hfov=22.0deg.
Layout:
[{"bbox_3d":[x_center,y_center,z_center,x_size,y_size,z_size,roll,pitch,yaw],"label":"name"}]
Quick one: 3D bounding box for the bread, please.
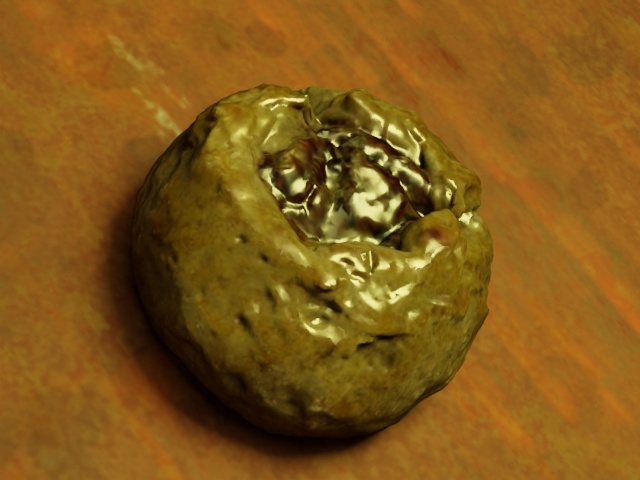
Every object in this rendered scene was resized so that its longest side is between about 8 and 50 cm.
[{"bbox_3d":[0.000,0.000,0.979,0.230,0.123,0.230,9,56,-15],"label":"bread"}]
